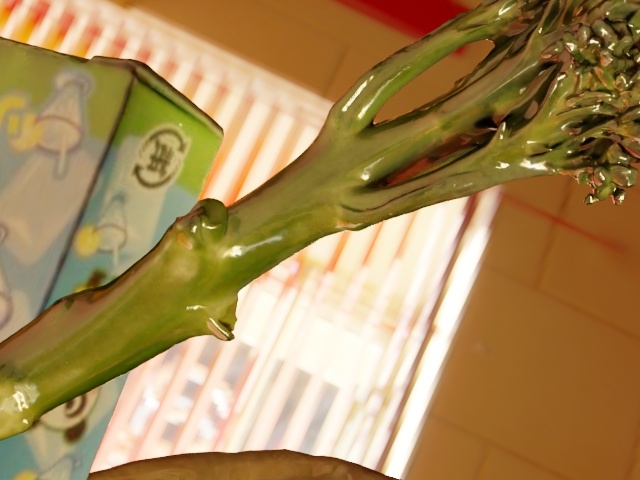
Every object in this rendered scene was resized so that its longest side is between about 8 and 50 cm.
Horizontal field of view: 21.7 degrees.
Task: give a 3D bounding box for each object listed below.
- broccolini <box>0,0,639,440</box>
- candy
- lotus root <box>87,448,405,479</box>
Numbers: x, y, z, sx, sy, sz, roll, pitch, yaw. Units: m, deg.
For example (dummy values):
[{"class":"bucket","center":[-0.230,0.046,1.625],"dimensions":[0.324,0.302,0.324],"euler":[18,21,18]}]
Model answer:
[{"class":"broccolini","center":[0.001,0.000,0.422],"dimensions":[0.216,0.058,0.067],"euler":[-35,15,14]},{"class":"candy","center":[-0.116,0.029,0.574],"dimensions":[0.062,0.097,0.194],"euler":[32,-103,-56]},{"class":"lotus root","center":[-0.040,0.236,0.689],"dimensions":[0.390,0.374,0.111],"euler":[-99,18,-57]}]
